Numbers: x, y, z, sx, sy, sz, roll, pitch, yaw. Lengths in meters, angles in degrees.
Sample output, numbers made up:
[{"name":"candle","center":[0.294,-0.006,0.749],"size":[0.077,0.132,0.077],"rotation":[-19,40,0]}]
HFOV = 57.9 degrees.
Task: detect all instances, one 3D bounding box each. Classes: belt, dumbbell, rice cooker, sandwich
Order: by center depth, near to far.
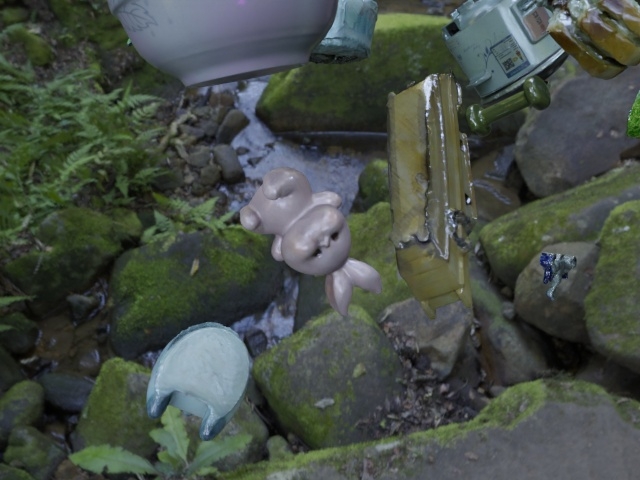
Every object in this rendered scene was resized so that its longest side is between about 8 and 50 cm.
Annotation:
[{"name":"dumbbell","center":[0.266,-0.190,0.827],"size":[0.052,0.118,0.046],"rotation":[22,61,-37]},{"name":"sandwich","center":[0.374,-0.371,0.862],"size":[0.288,0.099,0.254],"rotation":[46,39,7]},{"name":"rice cooker","center":[0.462,-0.480,1.423],"size":[0.317,0.264,0.316],"rotation":[2,86,-21]},{"name":"belt","center":[0.026,-0.522,1.443],"size":[0.207,0.149,0.257],"rotation":[1,8,-13]}]

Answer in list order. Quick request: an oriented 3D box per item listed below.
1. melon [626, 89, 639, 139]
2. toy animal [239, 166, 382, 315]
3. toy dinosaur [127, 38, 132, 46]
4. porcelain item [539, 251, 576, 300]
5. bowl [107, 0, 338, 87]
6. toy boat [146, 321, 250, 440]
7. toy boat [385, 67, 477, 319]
[{"name":"melon","center":[0.725,-0.218,0.991],"size":[0.324,0.124,0.196],"rotation":[26,79,43]},{"name":"toy animal","center":[-0.001,0.000,0.771],"size":[0.212,0.124,0.124],"rotation":[45,62,7]},{"name":"toy dinosaur","center":[-0.266,-0.523,1.303],"size":[0.500,0.144,0.374],"rotation":[-41,46,25]},{"name":"porcelain item","center":[0.371,0.058,0.913],"size":[0.021,0.136,0.075],"rotation":[12,94,39]},{"name":"bowl","center":[-0.104,-0.273,0.708],"size":[0.287,0.143,0.287],"rotation":[-11,13,3]},{"name":"toy boat","center":[-0.174,0.204,0.839],"size":[0.134,0.078,0.207],"rotation":[21,26,-6]},{"name":"toy boat","center":[0.183,-0.089,0.950],"size":[0.136,0.162,0.445],"rotation":[-24,48,36]}]
